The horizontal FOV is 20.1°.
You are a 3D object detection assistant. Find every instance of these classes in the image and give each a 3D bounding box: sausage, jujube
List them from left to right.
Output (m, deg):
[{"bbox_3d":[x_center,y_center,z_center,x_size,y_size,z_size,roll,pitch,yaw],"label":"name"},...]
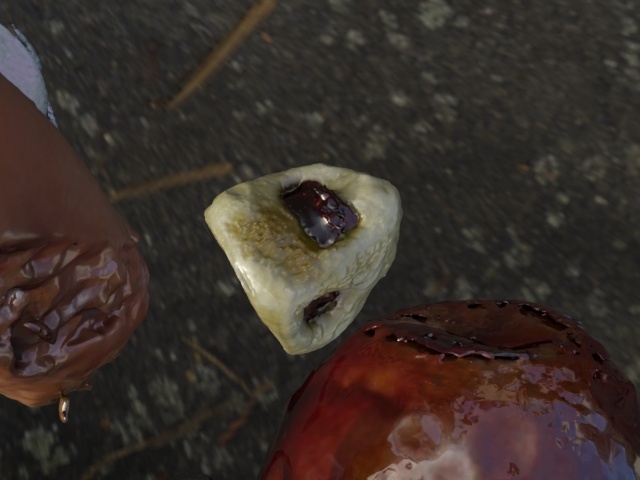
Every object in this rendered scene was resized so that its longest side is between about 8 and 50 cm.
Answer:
[{"bbox_3d":[-0.121,-0.021,0.467,0.087,0.326,0.079,-11,68,14],"label":"sausage"},{"bbox_3d":[0.058,0.142,0.761,0.183,0.183,0.243,-4,115,-13],"label":"jujube"}]

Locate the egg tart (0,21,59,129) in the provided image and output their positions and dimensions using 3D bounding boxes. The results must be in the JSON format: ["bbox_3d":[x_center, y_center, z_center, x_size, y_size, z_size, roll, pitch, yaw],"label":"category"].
[{"bbox_3d":[-0.301,-0.122,1.513,0.094,0.234,0.234,-35,114,30],"label":"egg tart"}]

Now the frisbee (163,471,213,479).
[{"bbox_3d":[-0.113,0.141,0.588,0.211,0.012,0.187,19,67,-34],"label":"frisbee"}]

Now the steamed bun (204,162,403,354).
[{"bbox_3d":[0.000,0.000,1.558,0.155,0.172,0.141,-32,72,0],"label":"steamed bun"}]
